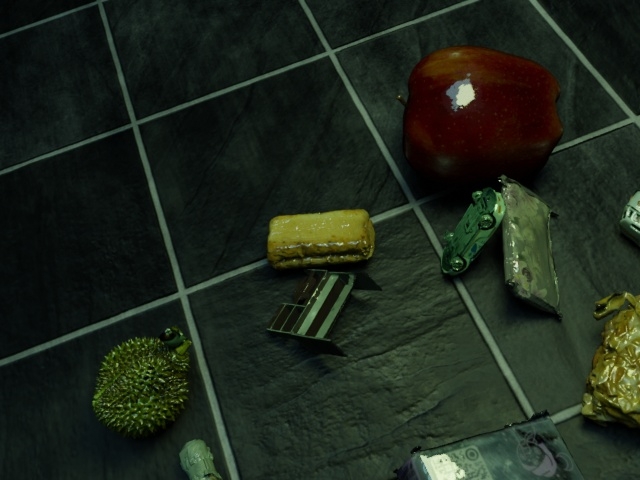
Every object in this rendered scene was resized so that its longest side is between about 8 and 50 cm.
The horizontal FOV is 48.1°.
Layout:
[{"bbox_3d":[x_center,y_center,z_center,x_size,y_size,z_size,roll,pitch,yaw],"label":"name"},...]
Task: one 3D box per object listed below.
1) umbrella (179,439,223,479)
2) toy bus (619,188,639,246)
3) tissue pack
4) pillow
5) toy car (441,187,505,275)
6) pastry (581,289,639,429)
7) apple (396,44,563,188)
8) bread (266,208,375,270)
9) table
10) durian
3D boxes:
[{"bbox_3d":[-0.195,0.398,1.188,0.067,0.062,0.143,-8,49,-19],"label":"umbrella"},{"bbox_3d":[0.630,-0.009,1.296,0.089,0.087,0.194,-44,62,-7],"label":"toy bus"},{"bbox_3d":[0.289,0.444,1.005,0.259,0.122,0.361,-10,55,-20],"label":"tissue pack"},{"bbox_3d":[0.373,0.009,1.311,0.059,0.169,0.255,-27,45,42],"label":"pillow"},{"bbox_3d":[0.280,-0.012,1.317,0.058,0.186,0.093,17,36,-15],"label":"toy car"},{"bbox_3d":[0.511,0.187,1.177,0.154,0.102,0.250,15,63,20],"label":"pastry"},{"bbox_3d":[0.298,-0.235,1.385,0.316,0.288,0.288,3,57,-3],"label":"apple"},{"bbox_3d":[0.000,0.000,1.391,0.211,0.083,0.114,-5,43,9],"label":"bread"},{"bbox_3d":[0.005,0.129,1.320,0.175,0.062,0.146,0,51,49],"label":"table"},{"bbox_3d":[-0.308,0.250,1.258,0.159,0.146,0.198,-1,50,28],"label":"durian"}]
